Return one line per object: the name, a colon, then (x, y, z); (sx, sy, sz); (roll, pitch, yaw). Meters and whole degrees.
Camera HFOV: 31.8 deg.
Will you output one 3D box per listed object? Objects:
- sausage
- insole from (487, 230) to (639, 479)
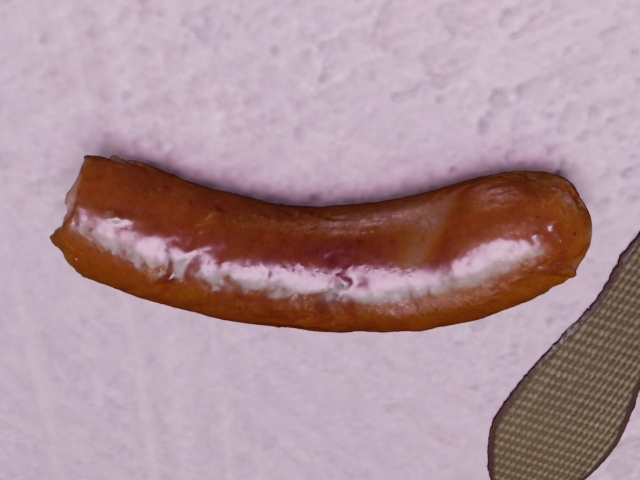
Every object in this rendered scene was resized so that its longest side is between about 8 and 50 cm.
sausage: (0.001, 0.004, 0.648); (0.302, 0.076, 0.102); (3, 122, 2)
insole: (0.180, 0.084, 0.725); (0.086, 0.005, 0.253); (20, 120, -9)
